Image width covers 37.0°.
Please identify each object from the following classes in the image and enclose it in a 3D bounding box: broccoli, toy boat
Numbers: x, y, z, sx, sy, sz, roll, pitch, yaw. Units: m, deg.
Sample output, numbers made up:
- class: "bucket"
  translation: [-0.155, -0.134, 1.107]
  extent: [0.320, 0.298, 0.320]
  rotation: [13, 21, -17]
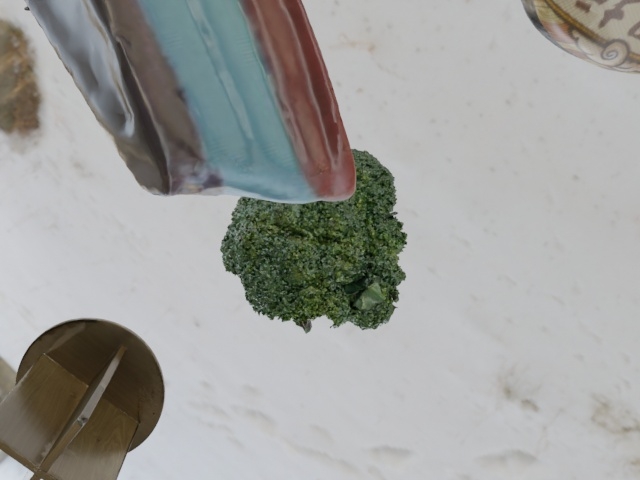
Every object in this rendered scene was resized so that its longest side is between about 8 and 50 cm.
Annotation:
- class: "broccoli"
  translation: [0.000, 0.000, 0.901]
  extent: [0.195, 0.195, 0.156]
  rotation: [12, 162, 44]
- class: "toy boat"
  translation: [-0.107, -0.176, 0.392]
  extent: [0.392, 0.079, 0.136]
  rotation: [62, 144, 12]

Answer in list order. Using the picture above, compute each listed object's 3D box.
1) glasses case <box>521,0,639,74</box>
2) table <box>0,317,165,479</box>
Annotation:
- class: "glasses case"
  translation: [0.202, -0.241, 0.479]
  extent: [0.122, 0.321, 0.082]
  rotation: [17, -168, -32]
- class: "table"
  translation: [-0.253, 0.188, 0.961]
  extent: [0.167, 0.167, 0.226]
  rotation: [49, -174, -9]
